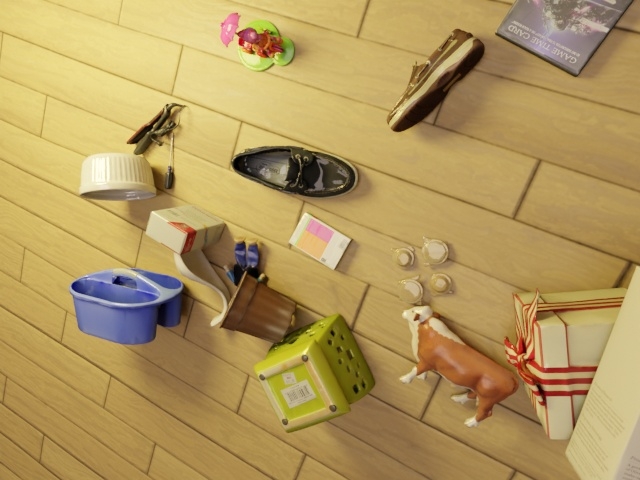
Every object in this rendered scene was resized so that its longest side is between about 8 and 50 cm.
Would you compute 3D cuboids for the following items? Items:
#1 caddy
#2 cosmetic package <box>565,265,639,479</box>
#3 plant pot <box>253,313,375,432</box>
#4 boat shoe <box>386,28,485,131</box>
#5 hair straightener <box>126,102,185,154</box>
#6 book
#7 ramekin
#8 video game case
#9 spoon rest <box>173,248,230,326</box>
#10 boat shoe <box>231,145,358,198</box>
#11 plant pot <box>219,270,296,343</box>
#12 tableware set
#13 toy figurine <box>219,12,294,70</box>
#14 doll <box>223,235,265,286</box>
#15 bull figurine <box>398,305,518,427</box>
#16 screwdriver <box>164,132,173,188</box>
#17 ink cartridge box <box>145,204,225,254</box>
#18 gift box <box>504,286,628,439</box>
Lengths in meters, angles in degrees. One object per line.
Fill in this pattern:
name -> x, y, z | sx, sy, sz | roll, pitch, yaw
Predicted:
caddy -> -0.576, 0.169, 1.316 | 0.342, 0.241, 0.179 | 9, 108, 20
cosmetic package -> 0.558, 0.245, 0.677 | 0.197, 0.155, 0.365 | 17, 99, 8
plant pot -> -0.023, 0.352, 1.140 | 0.228, 0.207, 0.227 | -28, 87, 22
boat shoe -> 0.241, -0.362, 0.994 | 0.257, 0.095, 0.095 | -42, 68, 16
hair straightener -> -0.479, -0.324, 1.309 | 0.230, 0.047, 0.089 | -33, 86, 18
book -> 0.000, 0.000, 1.170 | 0.144, 0.035, 0.096 | 32, 105, 14
ramekin -> -0.596, -0.185, 1.290 | 0.207, 0.207, 0.108 | -6, 87, 22
video game case -> 0.523, -0.505, 0.886 | 0.196, 0.026, 0.274 | 36, 110, 13
spoon rest -> -0.340, 0.114, 1.284 | 0.084, 0.137, 0.276 | -22, 105, 10
boat shoe -> -0.078, -0.181, 1.127 | 0.340, 0.113, 0.127 | 18, 104, 18
plant pot -> -0.164, 0.192, 1.185 | 0.165, 0.167, 0.167 | 26, 109, -8
tableware set -> 0.253, 0.076, 1.088 | 0.141, 0.020, 0.168 | -9, 94, 21
toy figurine -> -0.173, -0.499, 1.091 | 0.173, 0.159, 0.130 | 22, 106, 17
doll -> -0.221, 0.084, 1.262 | 0.129, 0.046, 0.188 | 8, 108, 11
bull figurine -> 0.307, 0.296, 1.058 | 0.310, 0.101, 0.188 | 34, 115, 19
screwdriver -> -0.453, -0.238, 1.317 | 0.024, 0.025, 0.169 | 11, 103, 20
ink cartridge box -> -0.376, -0.035, 1.237 | 0.128, 0.175, 0.072 | 29, 110, 16
gift box -> 0.519, 0.214, 0.888 | 0.258, 0.255, 0.276 | -8, 92, 14
